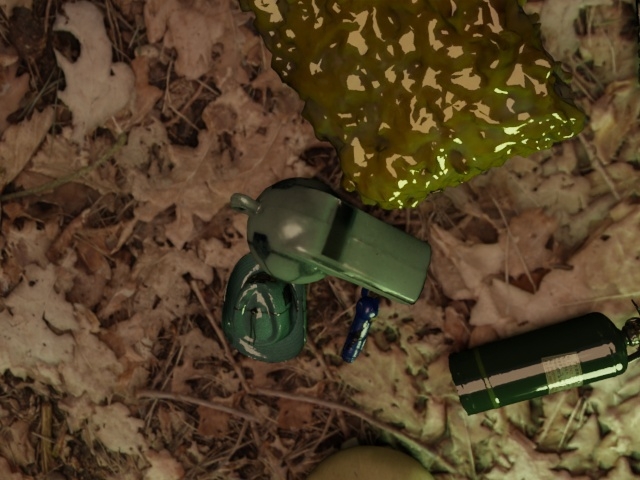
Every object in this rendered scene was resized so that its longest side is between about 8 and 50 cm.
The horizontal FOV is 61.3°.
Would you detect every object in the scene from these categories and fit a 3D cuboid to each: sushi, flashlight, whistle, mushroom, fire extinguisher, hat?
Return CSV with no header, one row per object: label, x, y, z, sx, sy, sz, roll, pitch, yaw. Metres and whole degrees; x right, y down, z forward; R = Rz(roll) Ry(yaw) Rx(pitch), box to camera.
sushi,0.103,-0.251,0.604,0.240,0.351,0.396,-28,96,31
flashlight,0.064,0.133,0.826,0.036,0.057,0.121,8,110,-27
whistle,0.000,0.000,0.776,0.290,0.163,0.163,26,105,-25
mushroom,0.076,0.432,0.786,0.246,0.202,0.246,0,98,1
fire extinguisher,0.332,0.159,0.745,0.295,0.093,0.118,-21,120,14
hat,-0.090,0.110,0.832,0.138,0.078,0.190,4,99,13

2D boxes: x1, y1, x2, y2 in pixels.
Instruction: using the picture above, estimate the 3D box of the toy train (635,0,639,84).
toy train,0.451,-0.321,0.599,0.139,0.178,0.330,-2,97,12
